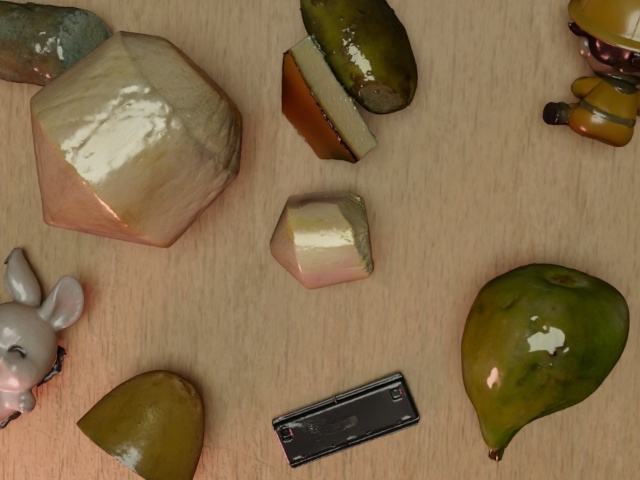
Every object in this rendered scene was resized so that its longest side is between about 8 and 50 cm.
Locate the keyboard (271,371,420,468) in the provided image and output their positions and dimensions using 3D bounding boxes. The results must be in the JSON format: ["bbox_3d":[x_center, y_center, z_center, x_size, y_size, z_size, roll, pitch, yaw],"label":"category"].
[{"bbox_3d":[0.039,0.287,1.474,0.230,0.025,0.094,-21,95,8],"label":"keyboard"}]

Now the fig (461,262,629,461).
[{"bbox_3d":[0.306,0.185,1.332,0.233,0.233,0.314,19,89,4],"label":"fig"}]

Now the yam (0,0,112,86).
[{"bbox_3d":[-0.488,-0.314,1.422,0.330,0.133,0.133,12,97,8],"label":"yam"}]

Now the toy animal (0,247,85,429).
[{"bbox_3d":[-0.515,0.180,1.464,0.208,0.154,0.325,24,77,24],"label":"toy animal"}]

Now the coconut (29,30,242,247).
[{"bbox_3d":[-0.281,-0.131,1.332,0.328,0.329,0.329,1,96,6],"label":"coconut"}]

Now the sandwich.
[{"bbox_3d":[-0.014,-0.208,1.370,0.058,0.162,0.193,-40,112,-16],"label":"sandwich"}]

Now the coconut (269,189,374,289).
[{"bbox_3d":[0.000,0.000,1.390,0.152,0.147,0.147,-7,95,6],"label":"coconut"}]

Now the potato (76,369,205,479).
[{"bbox_3d":[-0.256,0.285,1.447,0.203,0.178,0.158,34,83,26],"label":"potato"}]

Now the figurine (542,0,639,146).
[{"bbox_3d":[0.435,-0.262,1.306,0.192,0.167,0.257,11,99,-9],"label":"figurine"}]

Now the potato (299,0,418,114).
[{"bbox_3d":[0.062,-0.294,1.354,0.251,0.149,0.113,57,134,13],"label":"potato"}]
